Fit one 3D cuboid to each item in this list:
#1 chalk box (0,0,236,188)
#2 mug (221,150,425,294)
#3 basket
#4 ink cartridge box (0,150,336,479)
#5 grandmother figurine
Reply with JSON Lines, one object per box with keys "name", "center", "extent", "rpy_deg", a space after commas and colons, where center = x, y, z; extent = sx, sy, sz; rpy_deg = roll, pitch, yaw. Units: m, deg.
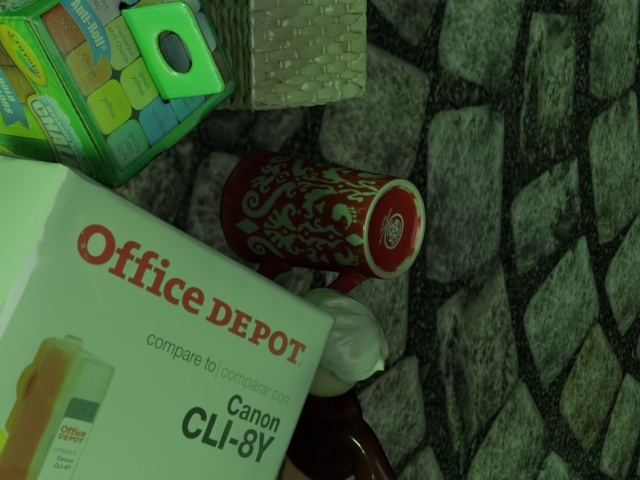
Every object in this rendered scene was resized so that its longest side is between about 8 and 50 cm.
{"name": "chalk box", "center": [-0.158, -0.127, 0.683], "extent": [0.132, 0.213, 0.132], "rpy_deg": [-46, 129, -33]}
{"name": "mug", "center": [0.006, -0.004, 0.931], "extent": [0.113, 0.169, 0.150], "rpy_deg": [-20, 112, -46]}
{"name": "basket", "center": [-0.043, -0.177, 0.888], "extent": [0.167, 0.103, 0.113], "rpy_deg": [-16, 111, -47]}
{"name": "ink cartridge box", "center": [-0.184, 0.166, 0.651], "extent": [0.279, 0.160, 0.385], "rpy_deg": [33, 73, -46]}
{"name": "grandmother figurine", "center": [-0.002, 0.200, 0.917], "extent": [0.104, 0.207, 0.343], "rpy_deg": [-23, 129, -43]}
